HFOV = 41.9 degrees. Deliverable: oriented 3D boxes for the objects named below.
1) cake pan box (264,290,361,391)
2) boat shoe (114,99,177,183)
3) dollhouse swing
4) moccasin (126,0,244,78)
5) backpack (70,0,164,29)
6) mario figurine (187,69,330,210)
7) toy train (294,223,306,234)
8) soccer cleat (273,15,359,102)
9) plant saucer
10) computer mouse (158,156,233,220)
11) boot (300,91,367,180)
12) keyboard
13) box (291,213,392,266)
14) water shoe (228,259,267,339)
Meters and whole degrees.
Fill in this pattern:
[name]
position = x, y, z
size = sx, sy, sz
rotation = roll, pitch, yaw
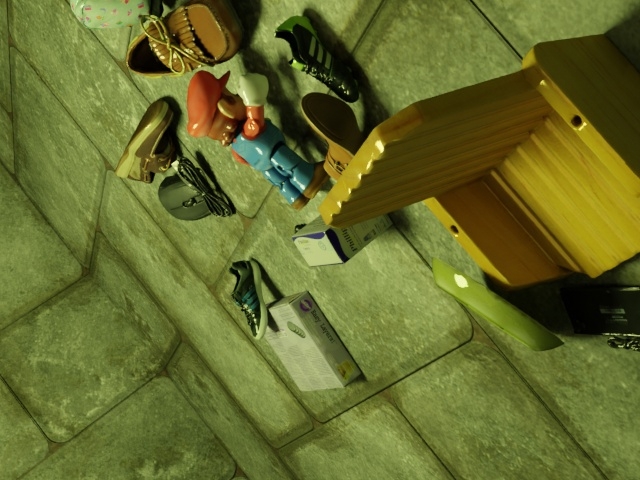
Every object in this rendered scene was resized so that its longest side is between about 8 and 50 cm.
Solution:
[cake pan box]
position = -0.044, 0.256, 2.068
size = 0.246, 0.070, 0.267
rotation = 58, 152, -3
[boat shoe]
position = -0.406, -0.228, 2.055
size = 0.123, 0.123, 0.342
rotation = 27, 148, -16
[dollhouse swing]
position = 0.230, -0.039, 1.057
size = 0.315, 0.305, 0.347
rotation = 51, 151, 6
[moccasin]
position = -0.272, -0.384, 1.603
size = 0.380, 0.147, 0.139
rotation = 9, 127, 53
[backpack]
position = -0.399, -0.486, 1.633
size = 0.152, 0.182, 0.115
rotation = 107, 147, -53
[mario figurine]
position = -0.110, -0.217, 1.595
size = 0.320, 0.170, 0.198
rotation = 40, 117, -7
[toy train]
position = 0.000, 0.000, 1.754
size = 0.158, 0.027, 0.036
rotation = 27, 132, 41
[soccer cleat]
position = -0.007, -0.291, 1.381
size = 0.179, 0.072, 0.060
rotation = 51, 152, 4
[plant saucer]
position = 0.268, 0.107, 1.311
size = 0.241, 0.037, 0.241
rotation = 33, 180, 0
[computer mouse]
position = -0.341, -0.107, 2.083
size = 0.188, 0.072, 0.272
rotation = 50, 156, -18
[boot]
position = 0.030, -0.160, 1.439
size = 0.197, 0.073, 0.152
rotation = 39, 159, -5
[keyboard]
position = 0.435, 0.113, 1.215
size = 0.180, 0.023, 0.108
rotation = -6, 111, 60
[box]
position = 0.040, -0.018, 1.548
size = 0.126, 0.137, 0.072
rotation = -9, 115, 60
[water shoe]
position = -0.184, 0.148, 2.057
size = 0.073, 0.080, 0.203
rotation = 134, 130, -57
